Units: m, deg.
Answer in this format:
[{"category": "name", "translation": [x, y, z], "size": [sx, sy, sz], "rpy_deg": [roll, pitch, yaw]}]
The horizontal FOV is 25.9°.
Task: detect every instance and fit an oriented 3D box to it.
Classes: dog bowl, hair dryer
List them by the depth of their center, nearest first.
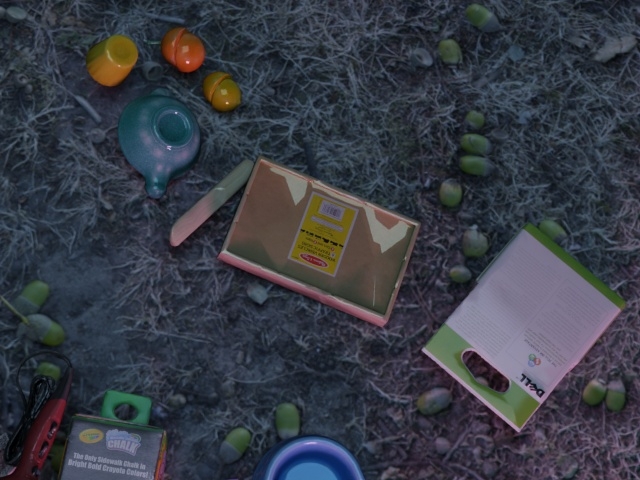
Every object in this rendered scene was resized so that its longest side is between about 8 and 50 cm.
[{"category": "hair dryer", "translation": [-0.388, 0.285, 1.817], "size": [0.223, 0.080, 0.293], "rpy_deg": [-50, 46, 9]}, {"category": "dog bowl", "translation": [0.012, 0.404, 1.921], "size": [0.166, 0.074, 0.297], "rpy_deg": [-20, 74, -12]}]

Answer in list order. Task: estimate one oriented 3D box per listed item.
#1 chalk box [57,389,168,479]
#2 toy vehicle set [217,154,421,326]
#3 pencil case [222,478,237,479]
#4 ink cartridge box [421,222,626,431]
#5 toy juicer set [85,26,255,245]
[{"category": "chalk box", "translation": [-0.281, 0.313, 1.893], "size": [0.132, 0.132, 0.213], "rpy_deg": [11, 70, -1]}, {"category": "toy vehicle set", "translation": [0.000, 0.000, 2.057], "size": [0.267, 0.035, 0.166], "rpy_deg": [23, 71, -5]}, {"category": "pencil case", "translation": [-0.124, 0.434, 1.890], "size": [0.086, 0.088, 0.206], "rpy_deg": [-6, 72, -10]}, {"category": "ink cartridge box", "translation": [0.287, 0.132, 2.028], "size": [0.189, 0.097, 0.255], "rpy_deg": [41, 74, 8]}, {"category": "toy juicer set", "translation": [-0.206, -0.166, 2.094], "size": [0.209, 0.089, 0.329], "rpy_deg": [-20, 87, -33]}]
